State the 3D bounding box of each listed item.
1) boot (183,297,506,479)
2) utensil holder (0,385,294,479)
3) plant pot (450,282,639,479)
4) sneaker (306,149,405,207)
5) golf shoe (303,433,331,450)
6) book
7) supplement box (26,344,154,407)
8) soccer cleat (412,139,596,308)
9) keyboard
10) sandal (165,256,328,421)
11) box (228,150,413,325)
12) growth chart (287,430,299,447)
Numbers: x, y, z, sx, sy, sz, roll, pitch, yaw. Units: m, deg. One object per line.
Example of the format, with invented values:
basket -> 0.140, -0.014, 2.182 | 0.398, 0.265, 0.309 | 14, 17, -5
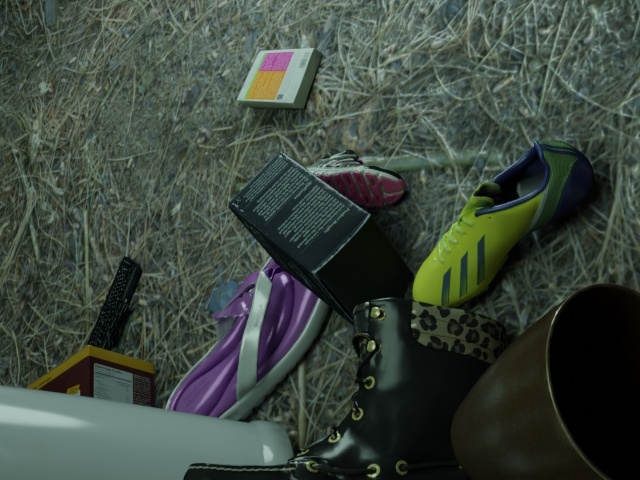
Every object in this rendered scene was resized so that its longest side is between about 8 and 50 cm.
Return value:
boot -> 0.040, 0.213, 1.498 | 0.377, 0.138, 0.284 | 5, 66, 9
utensil holder -> -0.263, 0.359, 1.629 | 0.327, 0.385, 0.327 | -167, 90, -75
plant pot -> 0.246, 0.185, 1.345 | 0.230, 0.215, 0.215 | -36, 46, 51
sneaker -> 0.050, -0.092, 1.809 | 0.170, 0.063, 0.075 | 4, 39, 35
golf shoe -> 0.049, 0.259, 1.648 | 0.176, 0.086, 0.069 | -31, 95, 43
book -> -0.064, -0.259, 2.060 | 0.144, 0.035, 0.096 | 9, 77, 52
supplement box -> -0.372, 0.302, 2.076 | 0.191, 0.129, 0.194 | -33, 49, 38
soccer cleat -> 0.197, -0.020, 1.549 | 0.289, 0.121, 0.093 | -43, 44, 29
keyboard -> -0.365, 0.121, 2.233 | 0.100, 0.038, 0.192 | 21, 90, 53
sandal -> -0.112, 0.143, 1.859 | 0.416, 0.102, 0.169 | -56, 41, 13
box -> 0.000, 0.000, 1.712 | 0.108, 0.153, 0.207 | -46, 48, -8
growth chart -> -0.064, 0.376, 1.691 | 0.172, 0.021, 0.237 | 124, 156, -67
